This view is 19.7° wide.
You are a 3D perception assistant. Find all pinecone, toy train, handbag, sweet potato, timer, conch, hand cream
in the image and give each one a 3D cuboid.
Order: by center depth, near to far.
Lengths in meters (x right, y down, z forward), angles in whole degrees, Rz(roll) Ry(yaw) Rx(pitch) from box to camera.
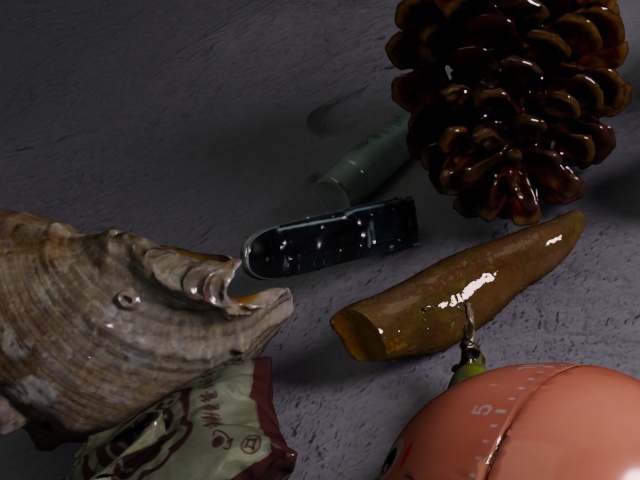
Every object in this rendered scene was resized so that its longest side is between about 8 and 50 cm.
[{"bbox_3d":[0.145,0.191,1.157,0.215,0.230,0.229,-3,36,40],"label":"timer"},{"bbox_3d":[-0.121,0.201,1.522,0.235,0.127,0.213,-38,24,7],"label":"handbag"},{"bbox_3d":[0.129,0.047,1.616,0.243,0.077,0.077,-23,25,-8],"label":"sweet potato"},{"bbox_3d":[-0.186,0.097,1.673,0.352,0.297,0.210,11,89,41],"label":"conch"},{"bbox_3d":[0.000,0.000,1.724,0.051,0.052,0.234,-6,5,45],"label":"toy train"},{"bbox_3d":[0.173,-0.142,1.728,0.246,0.246,0.292,-16,39,23],"label":"pinecone"},{"bbox_3d":[0.075,-0.101,1.956,0.078,0.050,0.205,1,34,49],"label":"hand cream"}]

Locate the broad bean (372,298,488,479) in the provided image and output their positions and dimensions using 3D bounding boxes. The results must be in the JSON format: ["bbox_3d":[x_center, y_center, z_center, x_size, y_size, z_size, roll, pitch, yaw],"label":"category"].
[{"bbox_3d":[0.079,0.179,1.439,0.075,0.067,0.325,20,45,19],"label":"broad bean"}]
